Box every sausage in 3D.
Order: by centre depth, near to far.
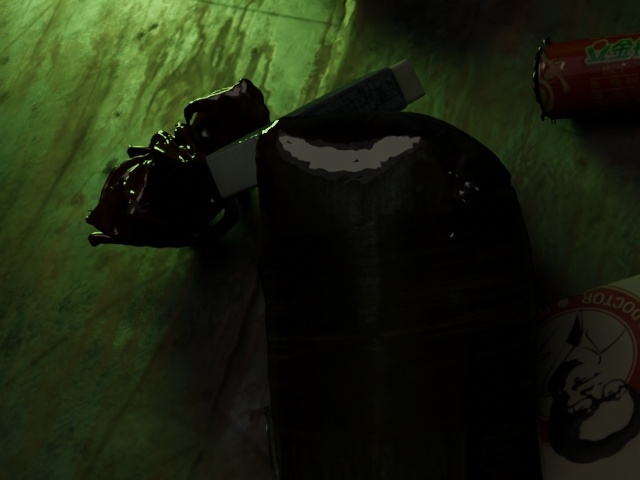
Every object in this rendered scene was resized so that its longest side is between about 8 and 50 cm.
[{"bbox_3d":[0.318,-0.154,1.427,0.264,0.083,0.083,-4,51,33],"label":"sausage"}]

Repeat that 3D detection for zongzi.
[{"bbox_3d":[0.082,0.102,1.339,0.207,0.432,0.403,-2,90,12],"label":"zongzi"}]

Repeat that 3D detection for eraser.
[{"bbox_3d":[-0.004,-0.108,1.545,0.212,0.046,0.092,-31,9,-37],"label":"eraser"}]

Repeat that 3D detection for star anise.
[{"bbox_3d":[-0.126,-0.067,1.633,0.190,0.126,0.220,-57,17,-21],"label":"star anise"}]

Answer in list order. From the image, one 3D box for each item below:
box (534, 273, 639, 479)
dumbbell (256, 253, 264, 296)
[{"bbox_3d":[0.330,0.098,1.201,0.353,0.069,0.214,-20,44,22],"label":"box"},{"bbox_3d":[0.000,0.000,1.493,0.099,0.099,0.208,-7,51,31],"label":"dumbbell"}]
